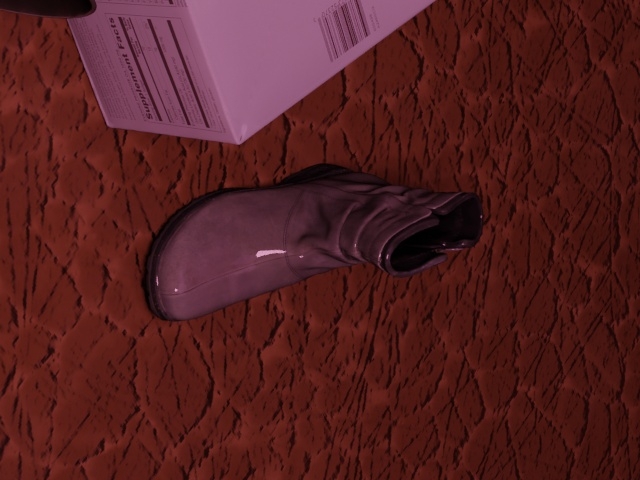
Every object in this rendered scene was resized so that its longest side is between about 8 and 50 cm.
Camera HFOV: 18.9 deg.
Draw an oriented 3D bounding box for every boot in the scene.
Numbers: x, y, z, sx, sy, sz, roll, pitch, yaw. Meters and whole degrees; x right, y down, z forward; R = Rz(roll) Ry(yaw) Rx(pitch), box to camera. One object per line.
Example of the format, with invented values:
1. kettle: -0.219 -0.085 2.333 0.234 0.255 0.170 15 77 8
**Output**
1. boot: 0.000 0.000 1.455 0.246 0.161 0.083 -27 116 -40

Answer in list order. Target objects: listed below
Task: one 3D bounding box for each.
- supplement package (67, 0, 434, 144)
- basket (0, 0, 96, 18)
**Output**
1. supplement package: -0.051 -0.222 1.369 0.262 0.145 0.204 -38 123 -34
2. basket: -0.209 -0.277 1.191 0.204 0.154 0.227 18 80 -22
